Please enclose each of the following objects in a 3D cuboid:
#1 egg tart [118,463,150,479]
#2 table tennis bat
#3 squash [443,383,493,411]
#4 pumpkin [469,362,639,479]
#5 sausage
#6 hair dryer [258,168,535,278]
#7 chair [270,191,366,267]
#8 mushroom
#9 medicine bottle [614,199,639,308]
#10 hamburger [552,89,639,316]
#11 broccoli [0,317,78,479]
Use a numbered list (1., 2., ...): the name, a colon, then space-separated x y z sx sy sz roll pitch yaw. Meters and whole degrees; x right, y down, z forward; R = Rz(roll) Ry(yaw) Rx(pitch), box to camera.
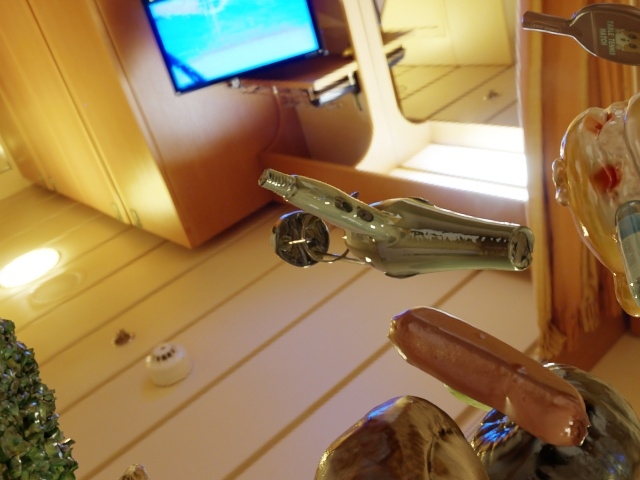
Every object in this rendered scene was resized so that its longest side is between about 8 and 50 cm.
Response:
1. egg tart: -0.208 0.317 0.752 0.049 0.129 0.129 20 -169 -29
2. table tennis bat: 0.330 -0.278 0.757 0.170 0.107 0.119 23 -98 31
3. squash: 0.441 0.341 1.476 0.370 0.118 0.118 19 -146 3
4. pumpkin: 0.400 0.368 1.139 0.315 0.238 0.315 -51 -177 4
5. sausage: 0.254 0.197 1.037 0.348 0.097 0.094 25 -142 36
6. hair dryer: 0.086 -0.015 0.635 0.219 0.225 0.088 9 -100 31
7. chair: -0.001 -0.001 1.020 0.104 0.095 0.221 -39 -166 -17
8. mushroom: 0.149 0.321 0.719 0.259 0.345 0.345 -23 -154 15
9. medicine bottle: 0.382 0.047 0.766 0.053 0.090 0.208 -25 -144 31
10. hamburger: 0.459 -0.058 0.956 0.186 0.303 0.261 -27 180 39
11. broccoli: -0.246 0.114 0.368 0.194 0.220 0.194 -19 -158 8
